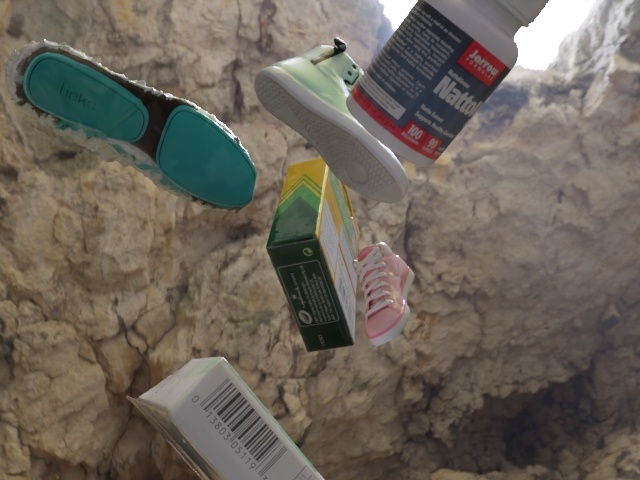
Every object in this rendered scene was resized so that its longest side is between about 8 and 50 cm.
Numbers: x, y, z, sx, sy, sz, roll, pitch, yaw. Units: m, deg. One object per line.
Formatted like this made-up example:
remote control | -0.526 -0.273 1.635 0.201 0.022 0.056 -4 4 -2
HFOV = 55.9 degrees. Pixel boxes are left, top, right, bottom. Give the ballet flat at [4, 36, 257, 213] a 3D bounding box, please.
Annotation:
ballet flat | -0.276 -0.173 0.926 0.408 0.147 0.147 30 -131 -39

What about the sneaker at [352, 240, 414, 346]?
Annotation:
sneaker | 0.058 0.048 0.629 0.070 0.051 0.134 49 -150 -14

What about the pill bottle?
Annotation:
pill bottle | 0.116 -0.168 0.557 0.108 0.180 0.108 32 -157 -15

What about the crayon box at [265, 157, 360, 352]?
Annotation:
crayon box | 0.000 0.000 1.009 0.083 0.203 0.323 -11 -150 13

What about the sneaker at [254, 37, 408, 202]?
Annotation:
sneaker | 0.050 -0.174 0.828 0.256 0.094 0.151 44 -124 7

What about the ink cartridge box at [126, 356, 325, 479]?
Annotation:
ink cartridge box | -0.067 0.178 0.483 0.056 0.224 0.181 -42 -83 -23
